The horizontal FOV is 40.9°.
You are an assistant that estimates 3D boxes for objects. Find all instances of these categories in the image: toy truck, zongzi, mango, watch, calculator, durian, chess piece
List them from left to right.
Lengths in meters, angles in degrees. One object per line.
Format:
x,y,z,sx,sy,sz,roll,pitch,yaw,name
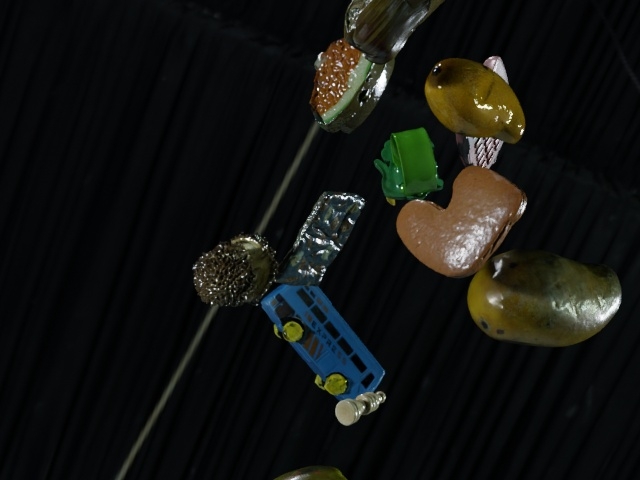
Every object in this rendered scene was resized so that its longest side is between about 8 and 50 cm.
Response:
-0.193,0.067,1.886,0.196,0.167,0.196,-8,-10,-1,durian
0.007,0.275,2.307,0.385,0.162,0.161,51,-13,-4,toy truck
0.062,0.230,1.207,0.035,0.035,0.092,31,25,31,chess piece
0.176,-0.166,1.734,0.131,0.165,0.152,-10,-23,2,watch
0.198,-0.461,1.556,0.288,0.286,0.134,5,-28,43,zongzi
0.317,-0.283,1.767,0.262,0.157,0.109,25,-25,-36,mango
0.387,-0.274,2.027,0.048,0.220,0.330,21,-20,27,calculator
0.424,0.113,1.610,0.329,0.177,0.175,10,9,-30,mango

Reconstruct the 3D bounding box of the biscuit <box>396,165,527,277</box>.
0.221,-0.042,1.404,0.036,0.192,0.186,25,15,-50,biscuit

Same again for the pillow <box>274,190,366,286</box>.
0.002,-0.001,1.978,0.034,0.256,0.189,38,16,31,pillow

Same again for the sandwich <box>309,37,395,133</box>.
0.067,-0.401,2.179,0.212,0.292,0.109,8,-14,37,sandwich

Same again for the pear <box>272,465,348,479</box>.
-0.050,0.641,1.914,0.269,0.321,0.269,47,4,-4,pear

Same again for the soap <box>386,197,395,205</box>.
0.178,-0.124,2.225,0.034,0.012,0.089,35,33,-34,soap
